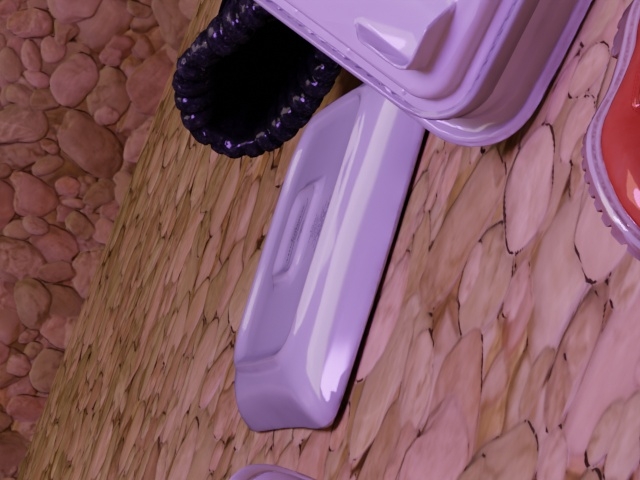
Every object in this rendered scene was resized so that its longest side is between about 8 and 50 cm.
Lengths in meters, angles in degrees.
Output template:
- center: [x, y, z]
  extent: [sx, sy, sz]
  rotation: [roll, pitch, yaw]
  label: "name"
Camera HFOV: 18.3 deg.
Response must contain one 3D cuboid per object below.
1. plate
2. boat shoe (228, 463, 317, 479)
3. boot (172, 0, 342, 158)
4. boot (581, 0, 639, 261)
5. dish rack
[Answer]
- center: [0.000, 0.000, 1.437]
  extent: [0.278, 0.045, 0.277]
  rotation: [158, 130, -75]
  label: "plate"
- center: [-0.017, 0.228, 0.969]
  extent: [0.099, 0.116, 0.319]
  rotation: [-62, 19, 24]
  label: "boat shoe"
- center: [-0.006, -0.256, 1.579]
  extent: [0.260, 0.131, 0.348]
  rotation: [-64, -10, -57]
  label: "boot"
- center: [0.152, -0.063, 0.797]
  extent: [0.084, 0.059, 0.158]
  rotation: [-48, 24, 51]
  label: "boot"
- center: [0.021, -0.238, 1.105]
  extent: [0.072, 0.333, 0.285]
  rotation: [-11, -46, -50]
  label: "dish rack"
